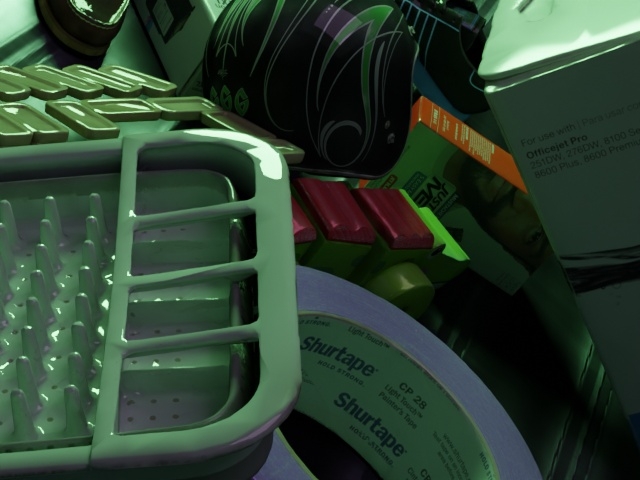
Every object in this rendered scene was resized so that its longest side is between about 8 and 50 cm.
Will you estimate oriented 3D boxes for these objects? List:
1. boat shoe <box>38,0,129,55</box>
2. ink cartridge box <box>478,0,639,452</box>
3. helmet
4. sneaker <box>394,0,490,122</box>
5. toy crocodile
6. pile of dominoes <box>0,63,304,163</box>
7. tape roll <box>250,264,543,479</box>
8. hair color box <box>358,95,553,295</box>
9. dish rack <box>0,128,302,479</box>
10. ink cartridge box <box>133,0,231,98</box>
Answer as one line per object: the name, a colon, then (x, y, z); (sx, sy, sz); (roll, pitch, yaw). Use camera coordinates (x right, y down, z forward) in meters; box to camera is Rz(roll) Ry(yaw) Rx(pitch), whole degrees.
boat shoe: (-0.185, -0.233, 1.387); (0.073, 0.073, 0.207); (27, 32, -27)
ink cartridge box: (0.288, -0.037, 1.392); (0.395, 0.166, 0.285); (63, 21, -22)
helmet: (-0.008, -0.131, 1.302); (0.169, 0.161, 0.169); (5, 2, 0)
sneaker: (0.097, -0.220, 1.632); (0.232, 0.090, 0.081); (47, 38, -13)
toy crocodile: (0.000, 0.000, 1.237); (0.340, 0.105, 0.115); (2, 46, -49)
pile of dominoes: (-0.166, -0.072, 1.167); (0.251, 0.040, 0.196); (-6, 28, -45)
tape roll: (0.013, 0.144, 1.067); (0.275, 0.090, 0.275); (29, 29, -18)
hair color box: (0.127, -0.037, 1.453); (0.167, 0.093, 0.053); (32, 30, -13)
dish rack: (-0.176, 0.049, 0.845); (0.333, 0.072, 0.285); (-4, 34, -1)
ink cartridge box: (-0.081, -0.189, 1.445); (0.127, 0.072, 0.175); (13, 38, -40)
